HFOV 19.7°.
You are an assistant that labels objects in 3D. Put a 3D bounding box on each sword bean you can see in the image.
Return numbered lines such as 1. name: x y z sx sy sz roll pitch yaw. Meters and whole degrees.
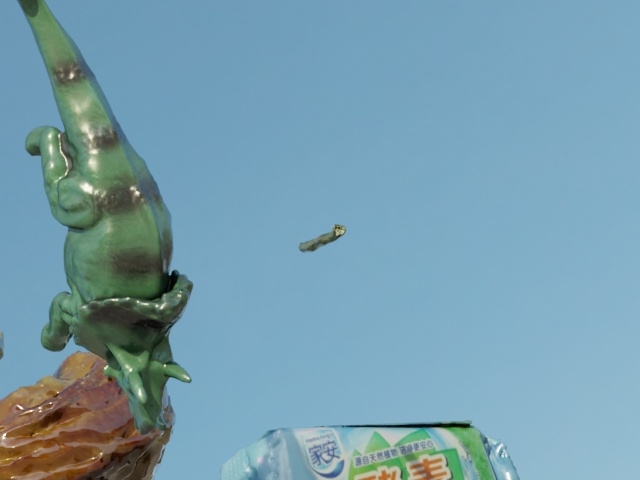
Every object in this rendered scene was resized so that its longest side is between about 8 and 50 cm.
1. sword bean: 0.000 0.000 1.272 0.012 0.012 0.083 -21 -1 -21

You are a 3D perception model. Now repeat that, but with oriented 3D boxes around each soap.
1. soap: 0.055 0.227 1.492 0.293 0.156 0.077 3 -31 -40

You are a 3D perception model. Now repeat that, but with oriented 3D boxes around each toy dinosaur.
1. toy dinosaur: -0.143 -0.020 1.156 0.079 0.292 0.120 -17 -4 -31

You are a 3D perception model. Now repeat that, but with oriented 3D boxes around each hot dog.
1. hot dog: -0.263 0.256 1.623 0.267 0.174 0.388 -26 -32 -50

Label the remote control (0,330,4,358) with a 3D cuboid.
1. remote control: -0.357 0.090 1.261 0.285 0.038 0.123 -20 -40 21
